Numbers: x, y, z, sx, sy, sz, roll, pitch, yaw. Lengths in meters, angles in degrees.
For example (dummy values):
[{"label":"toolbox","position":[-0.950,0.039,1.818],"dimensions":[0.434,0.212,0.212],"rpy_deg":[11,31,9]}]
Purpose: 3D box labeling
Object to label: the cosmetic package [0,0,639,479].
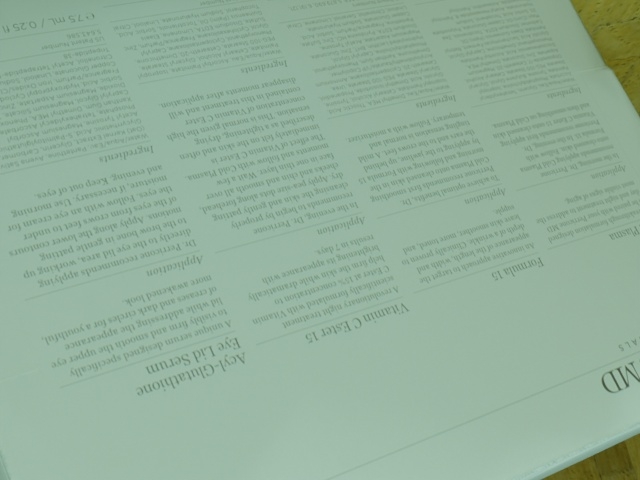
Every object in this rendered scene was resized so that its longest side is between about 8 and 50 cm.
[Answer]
[{"label":"cosmetic package","position":[0.000,0.000,0.555],"dimensions":[0.377,0.284,0.097],"rpy_deg":[-15,159,-31]}]
